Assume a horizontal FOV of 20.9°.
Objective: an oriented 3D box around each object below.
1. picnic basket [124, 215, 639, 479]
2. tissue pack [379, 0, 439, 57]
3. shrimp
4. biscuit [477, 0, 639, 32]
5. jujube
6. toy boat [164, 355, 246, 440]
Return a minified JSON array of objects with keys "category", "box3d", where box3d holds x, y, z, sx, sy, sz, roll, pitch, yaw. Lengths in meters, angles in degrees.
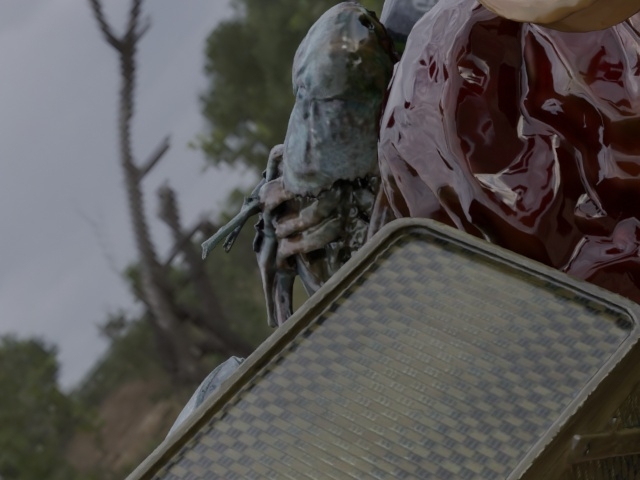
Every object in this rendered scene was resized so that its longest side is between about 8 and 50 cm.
[{"category":"picnic basket","box3d":[0.040,0.128,0.817,0.267,0.165,0.139,-44,-42,-28]},{"category":"tissue pack","box3d":[0.258,-0.216,1.318,0.124,0.394,0.288,84,-164,-64]},{"category":"shrimp","box3d":[0.000,-0.002,1.289,0.137,0.172,0.372,-91,2,-63]},{"category":"biscuit","box3d":[0.078,-0.188,0.377,0.044,0.202,0.288,7,-81,-47]},{"category":"jujube","box3d":[0.213,-0.012,0.973,0.276,0.377,0.276,-42,-4,-3]},{"category":"toy boat","box3d":[-0.109,0.243,1.532,0.141,0.092,0.319,-23,44,48]}]
